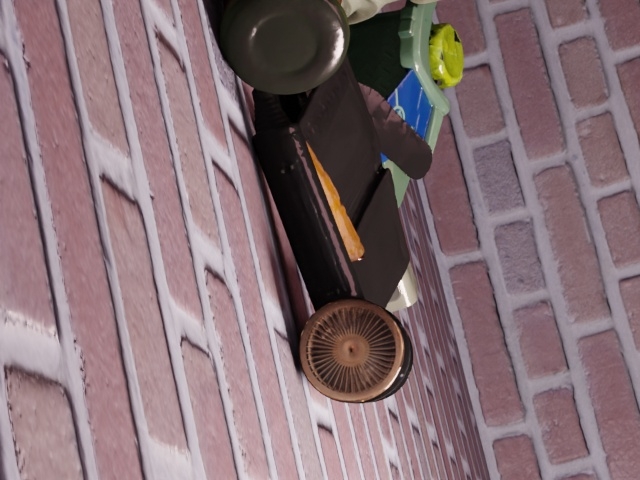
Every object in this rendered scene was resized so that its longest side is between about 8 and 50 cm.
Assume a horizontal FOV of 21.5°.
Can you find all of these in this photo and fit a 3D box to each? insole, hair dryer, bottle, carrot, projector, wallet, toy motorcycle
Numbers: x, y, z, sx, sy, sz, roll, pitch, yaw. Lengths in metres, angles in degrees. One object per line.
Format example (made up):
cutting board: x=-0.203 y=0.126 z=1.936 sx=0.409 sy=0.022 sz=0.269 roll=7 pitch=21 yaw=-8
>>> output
insole: x=0.084 y=-0.154 z=2.325 sx=0.232 sy=0.003 sz=0.080 roll=33 pitch=74 yaw=-41
hair dryer: x=0.000 y=0.000 z=1.751 sx=0.189 sy=0.107 sz=0.352 roll=43 pitch=28 yaw=-81
bottle: x=-0.034 y=-0.272 z=1.794 sx=0.156 sy=0.143 sz=0.271 roll=50 pitch=20 yaw=-30
carrot: x=-0.023 y=-0.059 z=1.818 sx=0.072 sy=0.072 sz=0.205 roll=-85 pitch=151 yaw=-69
projector: x=0.078 y=0.042 z=2.237 sx=0.083 sy=0.083 sz=0.082 roll=-90 pitch=163 yaw=-62
wallet: x=0.033 y=-0.035 z=1.996 sx=0.247 sy=0.041 sz=0.323 roll=-60 pitch=139 yaw=-49
toy motorcycle: x=0.073 y=-0.197 z=2.413 sx=0.200 sy=0.191 sz=0.326 roll=49 pitch=44 yaw=-49

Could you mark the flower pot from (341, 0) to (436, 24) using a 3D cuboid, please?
flower pot: x=0.046 y=-0.396 z=2.227 sx=0.367 sy=0.254 sz=0.165 roll=58 pitch=18 yaw=-71

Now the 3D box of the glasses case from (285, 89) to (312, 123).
glasses case: x=0.017 y=-0.115 z=2.126 sx=0.122 sy=0.075 sz=0.314 roll=-97 pitch=169 yaw=-47
